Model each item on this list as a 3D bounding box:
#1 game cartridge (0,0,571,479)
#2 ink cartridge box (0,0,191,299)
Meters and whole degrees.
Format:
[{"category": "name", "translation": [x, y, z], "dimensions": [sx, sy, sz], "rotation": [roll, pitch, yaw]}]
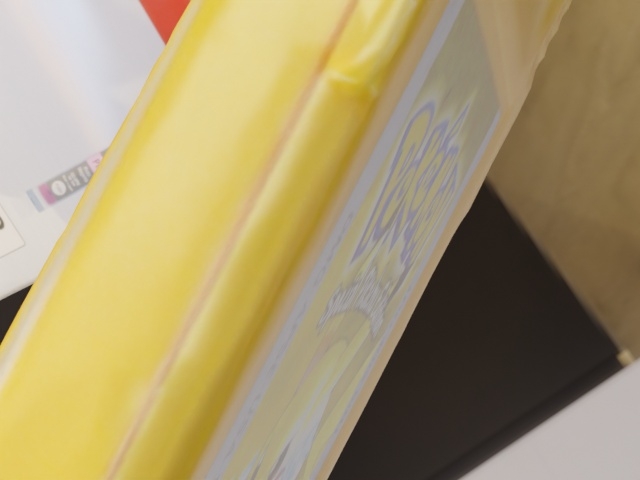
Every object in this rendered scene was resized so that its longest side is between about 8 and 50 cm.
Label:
[{"category": "game cartridge", "translation": [0.000, 0.000, 0.472], "dimensions": [0.053, 0.323, 0.285], "rotation": [30, 180, 9]}, {"category": "ink cartridge box", "translation": [-0.103, -0.098, 0.716], "dimensions": [0.232, 0.066, 0.189], "rotation": [-25, 102, 31]}]
